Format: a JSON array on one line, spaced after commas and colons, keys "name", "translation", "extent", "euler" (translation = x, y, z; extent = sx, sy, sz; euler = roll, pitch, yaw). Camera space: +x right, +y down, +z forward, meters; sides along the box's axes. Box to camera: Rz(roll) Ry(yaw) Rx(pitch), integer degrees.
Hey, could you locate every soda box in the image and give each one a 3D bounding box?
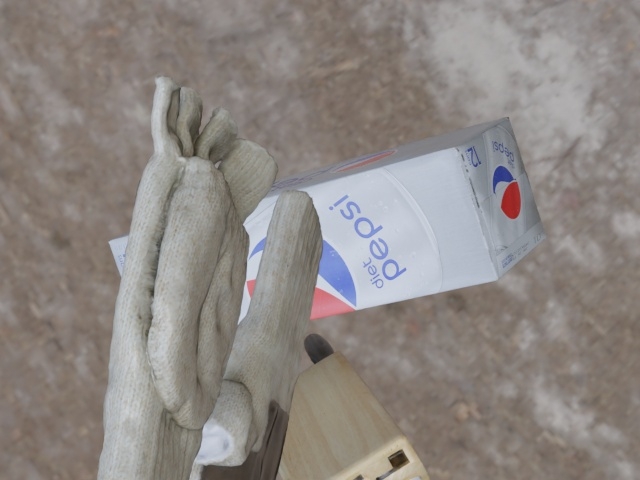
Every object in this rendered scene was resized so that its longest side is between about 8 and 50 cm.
[{"name": "soda box", "translation": [0.000, 0.000, 0.983], "extent": [0.286, 0.098, 0.091], "euler": [-14, 99, 31]}]

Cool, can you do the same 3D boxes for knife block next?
[{"name": "knife block", "translation": [0.000, 0.140, 1.100], "extent": [0.242, 0.088, 0.275], "euler": [55, 176, 29]}]

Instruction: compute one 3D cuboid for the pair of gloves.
[{"name": "pair of gloves", "translation": [-0.048, 0.059, 0.606], "extent": [0.042, 0.204, 0.240], "euler": [8, 166, 12]}]
